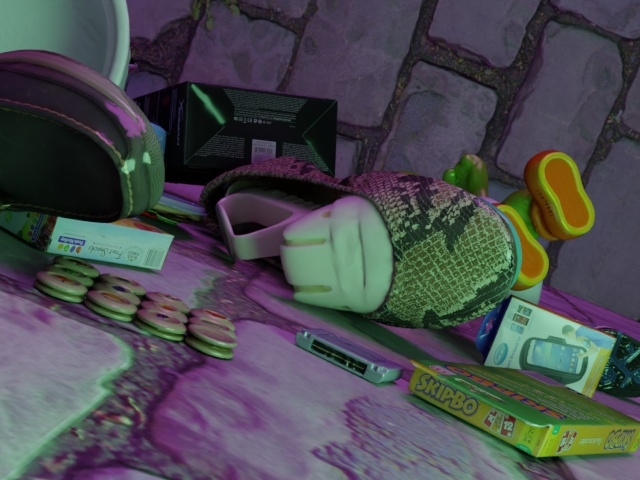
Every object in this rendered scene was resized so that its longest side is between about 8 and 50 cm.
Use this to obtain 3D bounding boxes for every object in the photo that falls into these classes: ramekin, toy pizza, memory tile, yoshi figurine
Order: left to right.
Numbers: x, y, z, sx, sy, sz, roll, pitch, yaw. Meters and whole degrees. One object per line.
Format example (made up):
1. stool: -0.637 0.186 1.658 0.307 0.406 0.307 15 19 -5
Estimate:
1. ramekin: -0.324 -0.199 1.176 0.277 0.277 0.135 22 -2 -1
2. toy pizza: -0.226 -0.052 1.310 0.201 0.032 0.201 19 1 0
3. memory tile: -0.130 0.046 0.836 0.148 0.012 0.113 22 5 -6
4. yoshi figurine: 0.148 -0.021 1.392 0.203 0.203 0.362 12 -14 -22

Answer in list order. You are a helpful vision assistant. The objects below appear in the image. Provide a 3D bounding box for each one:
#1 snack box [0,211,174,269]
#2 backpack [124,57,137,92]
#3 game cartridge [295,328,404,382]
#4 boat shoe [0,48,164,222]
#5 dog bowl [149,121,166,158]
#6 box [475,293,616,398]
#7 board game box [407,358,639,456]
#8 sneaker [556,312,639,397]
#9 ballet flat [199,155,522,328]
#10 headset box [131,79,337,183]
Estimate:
1. snack box: -0.209 -0.014 0.987 0.100 0.037 0.141 24 6 33
2. backpack: -0.436 -0.278 1.890 0.253 0.191 0.225 9 14 -34
3. game cartridge: 0.025 0.095 0.951 0.083 0.017 0.056 24 9 24
4. boat shoe: -0.277 -0.069 0.866 0.355 0.132 0.130 15 39 28
5. dog bowl: -0.326 -0.141 1.422 0.297 0.074 0.166 17 -2 5
6. box: 0.237 0.115 1.238 0.136 0.081 0.028 21 6 1
7. board game box: 0.177 0.142 0.981 0.124 0.039 0.259 24 3 34
8. sneaker: 0.320 0.129 1.431 0.211 0.080 0.081 23 8 -2
9. ballet flat: 0.000 0.000 1.238 0.182 0.164 0.482 -6 13 -29
10. headset box: -0.143 -0.135 1.575 0.218 0.110 0.293 4 -2 -29
